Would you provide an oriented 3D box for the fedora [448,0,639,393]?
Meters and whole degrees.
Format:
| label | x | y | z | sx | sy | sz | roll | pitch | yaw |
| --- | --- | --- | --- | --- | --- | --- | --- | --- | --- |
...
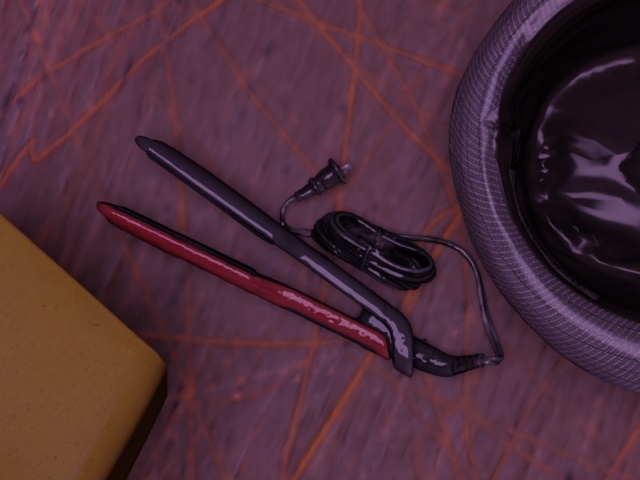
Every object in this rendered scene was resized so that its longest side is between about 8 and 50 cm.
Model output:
| label | x | y | z | sx | sy | sz | roll | pitch | yaw |
| --- | --- | --- | --- | --- | --- | --- | --- | --- | --- |
| fedora | 0.207 | -0.038 | 0.813 | 0.276 | 0.124 | 0.243 | -2 | 85 | 12 |

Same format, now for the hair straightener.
| label | x | y | z | sx | sy | sz | roll | pitch | yaw |
| --- | --- | --- | --- | --- | --- | --- | --- | --- | --- |
| hair straightener | 0.000 | 0.000 | 0.862 | 0.230 | 0.047 | 0.089 | 28 | 90 | 4 |

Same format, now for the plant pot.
| label | x | y | z | sx | sy | sz | roll | pitch | yaw |
| --- | --- | --- | --- | --- | --- | --- | --- | --- | --- |
| plant pot | -0.189 | 0.091 | 0.801 | 0.212 | 0.212 | 0.187 | 42 | 78 | 4 |
